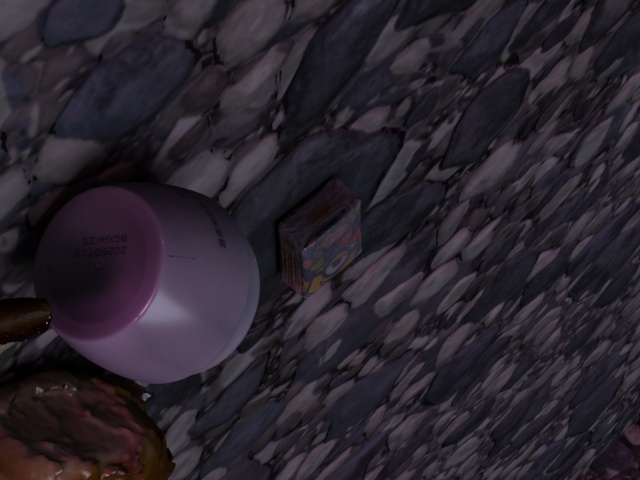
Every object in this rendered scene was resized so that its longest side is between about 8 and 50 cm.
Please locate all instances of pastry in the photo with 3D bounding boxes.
[{"bbox_3d":[-0.194,0.174,1.098,0.229,0.100,0.218,-32,153,-23],"label":"pastry"}]

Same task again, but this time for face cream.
[{"bbox_3d":[-0.100,0.023,0.978,0.117,0.117,0.104,-50,150,11],"label":"face cream"}]

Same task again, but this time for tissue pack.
[{"bbox_3d":[0.000,0.000,1.239,0.063,0.035,0.083,-40,159,-17],"label":"tissue pack"}]

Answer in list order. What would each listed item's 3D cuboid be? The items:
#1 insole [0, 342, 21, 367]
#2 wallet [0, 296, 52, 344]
[{"bbox_3d":[-0.273,0.127,0.986,0.248,0.011,0.081,-41,161,-15],"label":"insole"},{"bbox_3d":[-0.256,0.059,0.781,0.137,0.031,0.255,-16,176,34],"label":"wallet"}]
